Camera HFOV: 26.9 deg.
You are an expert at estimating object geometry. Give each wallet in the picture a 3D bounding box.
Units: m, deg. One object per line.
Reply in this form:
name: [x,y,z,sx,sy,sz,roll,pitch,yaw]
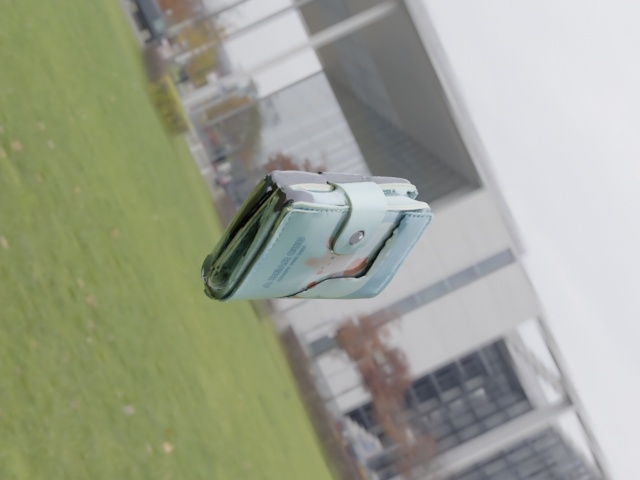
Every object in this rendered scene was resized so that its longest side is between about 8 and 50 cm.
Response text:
wallet: [0.000,0.000,1.539,0.250,0.176,0.075,1,45,-45]
